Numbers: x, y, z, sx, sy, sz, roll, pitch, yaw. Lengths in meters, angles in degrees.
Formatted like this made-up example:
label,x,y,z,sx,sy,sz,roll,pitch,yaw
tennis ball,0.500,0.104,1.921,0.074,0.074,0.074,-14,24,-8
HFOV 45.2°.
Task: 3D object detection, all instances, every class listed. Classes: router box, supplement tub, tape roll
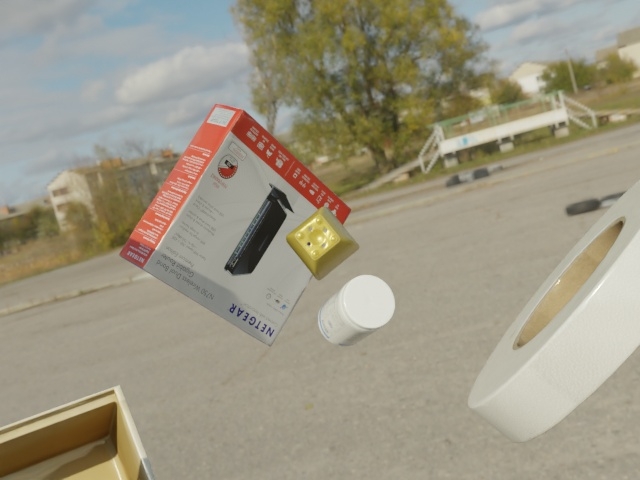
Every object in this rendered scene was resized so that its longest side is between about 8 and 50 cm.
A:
label,x,y,z,sx,sy,sz,roll,pitch,yaw
router box,-0.131,-0.017,1.336,0.082,0.301,0.335,21,-13,44
supplement tub,0.044,0.091,0.974,0.071,0.071,0.107,-18,-13,-24
tape roll,0.322,0.072,0.925,0.392,0.072,0.392,-50,-9,-11

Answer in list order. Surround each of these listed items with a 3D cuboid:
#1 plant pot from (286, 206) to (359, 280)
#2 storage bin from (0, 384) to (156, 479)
label,x,y,z,sx,sy,sz,roll,pitch,yaw
plant pot,0.000,0.000,1.108,0.081,0.081,0.083,-39,-9,-1
storage bin,-0.271,0.316,0.716,0.260,0.262,0.123,-17,-24,-27
